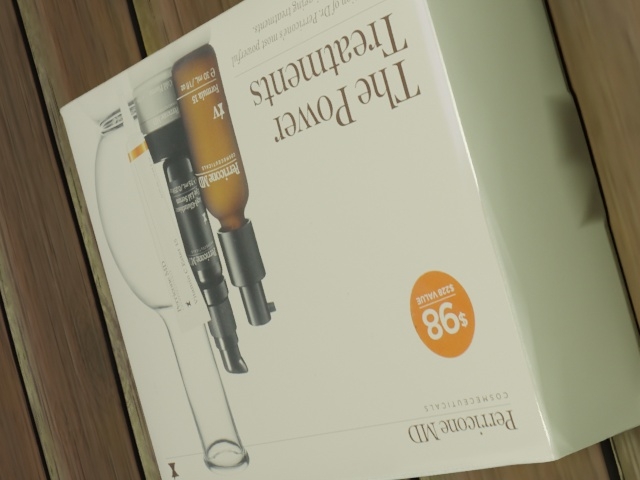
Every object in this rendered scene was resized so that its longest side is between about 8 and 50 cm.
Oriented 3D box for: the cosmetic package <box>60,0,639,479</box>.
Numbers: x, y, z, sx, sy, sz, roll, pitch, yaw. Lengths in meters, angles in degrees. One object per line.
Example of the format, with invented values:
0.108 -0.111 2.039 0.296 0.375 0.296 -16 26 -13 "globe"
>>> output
0.000 0.000 0.907 0.377 0.097 0.284 -19 88 52 "cosmetic package"
